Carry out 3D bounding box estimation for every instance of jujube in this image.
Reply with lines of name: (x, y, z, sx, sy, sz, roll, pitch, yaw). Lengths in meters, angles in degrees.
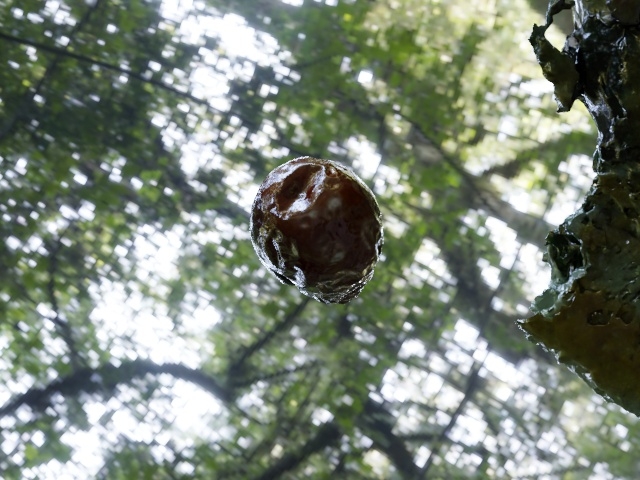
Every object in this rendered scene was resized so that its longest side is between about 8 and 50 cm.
jujube: (0.000, 0.000, 1.698, 0.168, 0.168, 0.236, -43, -30, -18)

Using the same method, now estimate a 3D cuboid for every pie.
pie: (0.295, -0.032, 1.018, 0.078, 0.296, 0.371, -33, -52, -64)

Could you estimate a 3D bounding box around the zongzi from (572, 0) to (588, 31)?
zongzi: (0.354, -0.339, 1.477, 0.447, 0.181, 0.418, -58, -41, -64)
